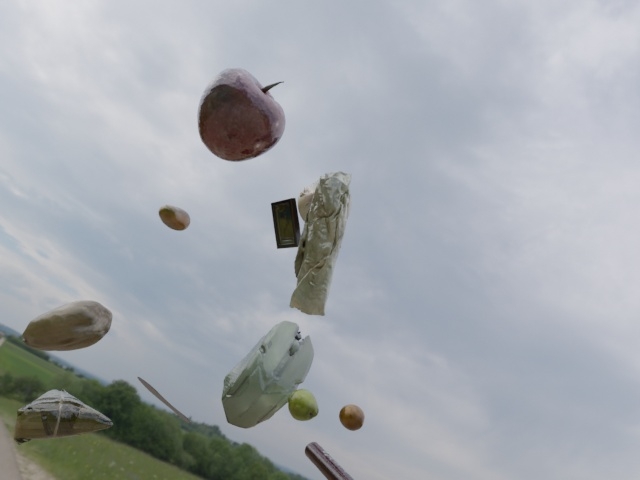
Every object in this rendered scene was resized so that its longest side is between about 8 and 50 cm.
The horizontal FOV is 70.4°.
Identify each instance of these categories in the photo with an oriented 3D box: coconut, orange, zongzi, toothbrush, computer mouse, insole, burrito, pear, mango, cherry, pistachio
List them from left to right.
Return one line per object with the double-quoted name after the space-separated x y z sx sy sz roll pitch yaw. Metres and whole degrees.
-0.573 0.194 1.031 0.126 0.186 0.108 -141 -137 -56 "pistachio"
-0.502 0.350 0.929 0.176 0.078 0.160 0 2 -12 "zongzi"
-0.567 0.577 1.642 0.253 0.005 0.086 40 -36 3 "insole"
-0.541 -0.086 1.669 0.102 0.084 0.184 24 -6 6 "mango"
-0.212 -0.342 1.227 0.286 0.235 0.213 -35 -21 20 "cherry"
-0.171 0.474 1.615 0.228 0.429 0.145 48 -36 -8 "computer mouse"
-0.051 0.487 1.339 0.097 0.092 0.092 9 -33 28 "pear"
0.000 0.000 1.191 0.117 0.391 0.076 9 -11 16 "burrito"
0.019 -0.123 1.464 0.171 0.170 0.183 39 -41 -23 "coconut"
0.099 0.560 1.439 0.085 0.085 0.085 20 -29 12 "orange"
0.074 0.468 0.812 0.041 0.040 0.364 44 -15 -30 "toothbrush"

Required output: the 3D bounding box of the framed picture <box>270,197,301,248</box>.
-0.120 -0.057 1.584 0.023 0.168 0.128 -9 2 -40 "framed picture"
